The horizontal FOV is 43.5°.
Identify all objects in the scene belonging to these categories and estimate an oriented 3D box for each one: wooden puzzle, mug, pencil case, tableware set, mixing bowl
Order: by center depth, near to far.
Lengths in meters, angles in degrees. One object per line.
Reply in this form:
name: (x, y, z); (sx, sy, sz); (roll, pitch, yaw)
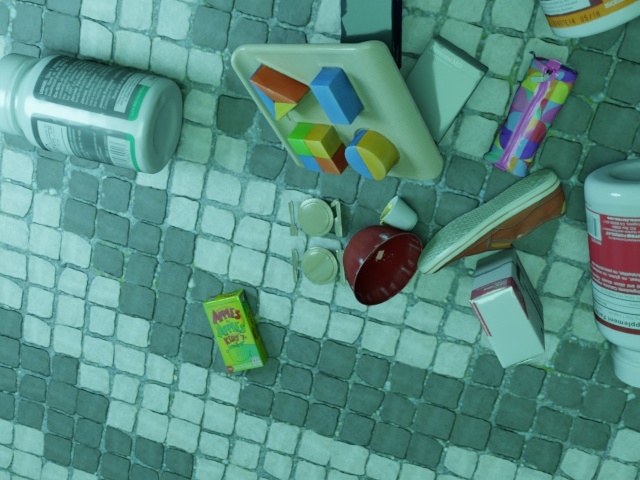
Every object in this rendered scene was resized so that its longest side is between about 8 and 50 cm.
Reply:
wooden puzzle: (0.020, -0.225, 1.498); (0.348, 0.080, 0.322); (8, 145, 40)
pencil case: (0.400, -0.238, 1.533); (0.105, 0.104, 0.236); (23, 113, 5)
mixing bowl: (0.114, 0.037, 1.678); (0.098, 0.182, 0.181); (43, 120, 39)
mug: (0.166, -0.051, 1.685); (0.064, 0.078, 0.062); (34, 81, -9)
tableware set: (0.000, 0.000, 1.747); (0.128, 0.039, 0.194); (2, 104, 25)

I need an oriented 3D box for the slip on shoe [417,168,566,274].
slip on shoe: (0.344, -0.016, 1.613); (0.331, 0.123, 0.101); (-32, 107, 12)

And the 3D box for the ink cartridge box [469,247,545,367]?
ink cartridge box: (0.376, 0.129, 1.602); (0.092, 0.218, 0.158); (-24, 102, 19)

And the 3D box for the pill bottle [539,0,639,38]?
pill bottle: (0.418, -0.556, 1.318); (0.224, 0.224, 0.392); (-23, 112, 20)

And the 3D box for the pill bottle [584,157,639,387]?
pill bottle: (0.629, 0.063, 1.513); (0.229, 0.229, 0.407); (-6, 108, 15)

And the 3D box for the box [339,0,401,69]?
box: (0.096, -0.439, 1.489); (0.103, 0.184, 0.261); (3, 110, 13)

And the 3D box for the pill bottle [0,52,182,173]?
pill bottle: (-0.490, -0.272, 1.677); (0.361, 0.204, 0.204); (14, 112, 8)

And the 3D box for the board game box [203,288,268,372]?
board game box: (-0.196, 0.211, 1.863); (0.092, 0.043, 0.181); (-13, 105, 18)

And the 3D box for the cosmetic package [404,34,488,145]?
cosmetic package: (0.210, -0.267, 1.567); (0.127, 0.107, 0.238); (32, 116, 4)
